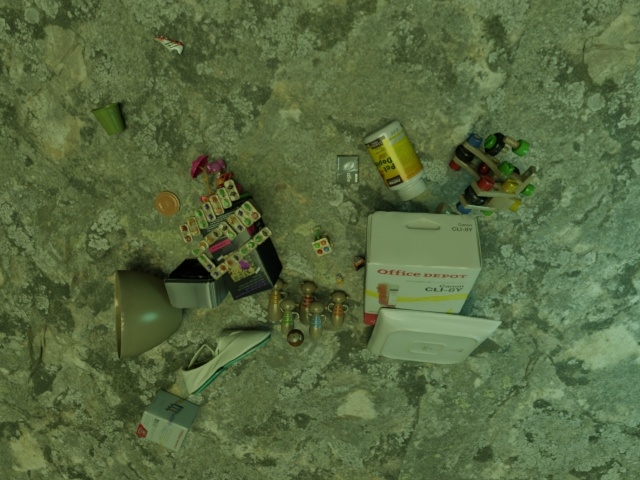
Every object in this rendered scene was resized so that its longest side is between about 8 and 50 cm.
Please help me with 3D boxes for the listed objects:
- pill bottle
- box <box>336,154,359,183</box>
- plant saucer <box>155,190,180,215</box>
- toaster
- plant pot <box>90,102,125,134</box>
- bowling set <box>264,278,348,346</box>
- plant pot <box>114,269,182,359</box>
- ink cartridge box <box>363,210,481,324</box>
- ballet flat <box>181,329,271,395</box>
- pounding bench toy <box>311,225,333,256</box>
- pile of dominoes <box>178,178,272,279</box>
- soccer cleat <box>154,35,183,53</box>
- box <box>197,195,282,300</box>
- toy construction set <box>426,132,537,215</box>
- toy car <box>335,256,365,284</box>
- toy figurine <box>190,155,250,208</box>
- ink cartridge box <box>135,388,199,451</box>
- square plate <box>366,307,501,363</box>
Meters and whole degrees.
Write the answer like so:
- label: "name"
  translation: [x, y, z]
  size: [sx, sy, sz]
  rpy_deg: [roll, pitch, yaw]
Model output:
- label: "pill bottle"
  translation: [0.219, -0.225, 1.173]
  size: [0.117, 0.117, 0.215]
  rpy_deg: [-28, 104, 14]
- label: "box"
  translation: [0.082, -0.215, 1.243]
  size: [0.067, 0.018, 0.084]
  rpy_deg: [3, 109, 5]
- label: "plant saucer"
  translation: [-0.500, -0.119, 1.338]
  size: [0.083, 0.013, 0.084]
  rpy_deg: [2, 109, 6]
- label: "toaster"
  translation: [-0.383, 0.133, 1.335]
  size: [0.185, 0.168, 0.110]
  rpy_deg: [0, 112, 7]
- label: "plant pot"
  translation: [-0.633, -0.365, 1.239]
  size: [0.083, 0.083, 0.079]
  rpy_deg: [-11, 121, 9]
- label: "bowling set"
  translation: [-0.049, 0.233, 1.323]
  size: [0.286, 0.200, 0.154]
  rpy_deg: [3, 108, 0]
- label: "plant pot"
  translation: [-0.568, 0.235, 1.358]
  size: [0.190, 0.284, 0.284]
  rpy_deg: [-1, 113, -31]
- label: "ink cartridge box"
  translation: [0.261, 0.100, 1.157]
  size: [0.278, 0.161, 0.385]
  rpy_deg: [2, 146, 6]
- label: "ballet flat"
  translation: [-0.354, 0.403, 1.454]
  size: [0.400, 0.139, 0.139]
  rpy_deg: [-39, 101, 17]
- label: "pounding bench toy"
  translation: [0.000, 0.000, 1.301]
  size: [0.052, 0.065, 0.083]
  rpy_deg: [-21, 105, 13]
- label: "pile of dominoes"
  translation: [-0.278, -0.025, 1.159]
  size: [0.251, 0.040, 0.196]
  rpy_deg: [-38, 100, 14]
- label: "soccer cleat"
  translation: [-0.434, -0.558, 1.172]
  size: [0.083, 0.029, 0.036]
  rpy_deg: [14, 106, -4]
- label: "box"
  translation: [-0.241, 0.021, 1.279]
  size: [0.143, 0.165, 0.271]
  rpy_deg: [-18, 106, 11]
- label: "toy construction set"
  translation: [0.468, -0.117, 1.127]
  size: [0.237, 0.257, 0.309]
  rpy_deg: [23, 109, -13]
- label: "toy car"
  translation: [0.091, 0.093, 1.332]
  size: [0.122, 0.060, 0.041]
  rpy_deg: [-35, 70, 9]
- label: "toy figurine"
  translation: [-0.324, -0.187, 1.256]
  size: [0.173, 0.130, 0.159]
  rpy_deg: [-21, 97, -10]
- label: "ink cartridge box"
  translation: [-0.578, 0.685, 1.564]
  size: [0.176, 0.127, 0.128]
  rpy_deg: [26, 109, -3]
- label: "square plate"
  translation: [0.332, 0.315, 1.280]
  size: [0.343, 0.049, 0.347]
  rpy_deg: [6, 147, 2]
